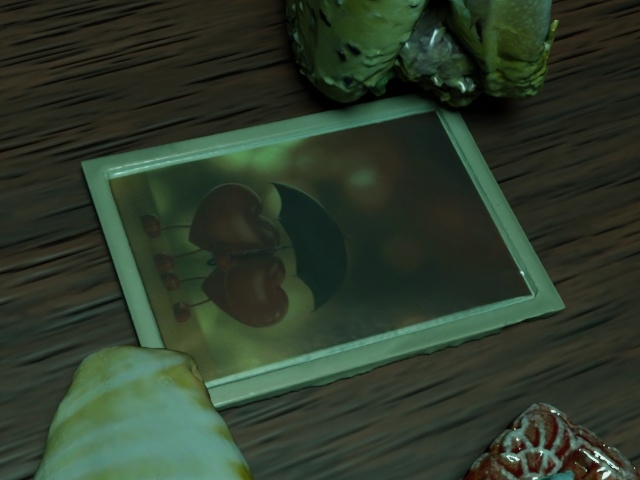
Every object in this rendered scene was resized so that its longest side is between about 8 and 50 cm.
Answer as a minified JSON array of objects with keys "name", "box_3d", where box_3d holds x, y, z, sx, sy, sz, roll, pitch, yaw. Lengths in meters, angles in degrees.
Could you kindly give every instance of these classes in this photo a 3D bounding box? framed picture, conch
[{"name":"framed picture","box_3d":[0.000,0.000,0.824,0.290,0.020,0.211,-13,60,-18]},{"name":"conch","box_3d":[-0.105,0.157,0.628,0.158,0.127,0.255,-16,58,-1]}]

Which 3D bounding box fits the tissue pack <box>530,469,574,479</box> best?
[{"name":"tissue pack","box_3d":[0.060,0.278,0.514,0.228,0.128,0.310,-3,65,-37]}]

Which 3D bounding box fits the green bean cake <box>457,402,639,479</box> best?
[{"name":"green bean cake","box_3d":[0.142,0.179,0.700,0.136,0.056,0.135,36,59,15]}]

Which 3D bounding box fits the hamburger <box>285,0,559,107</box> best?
[{"name":"hamburger","box_3d":[0.072,-0.237,0.839,0.195,0.276,0.318,1,35,-9]}]
